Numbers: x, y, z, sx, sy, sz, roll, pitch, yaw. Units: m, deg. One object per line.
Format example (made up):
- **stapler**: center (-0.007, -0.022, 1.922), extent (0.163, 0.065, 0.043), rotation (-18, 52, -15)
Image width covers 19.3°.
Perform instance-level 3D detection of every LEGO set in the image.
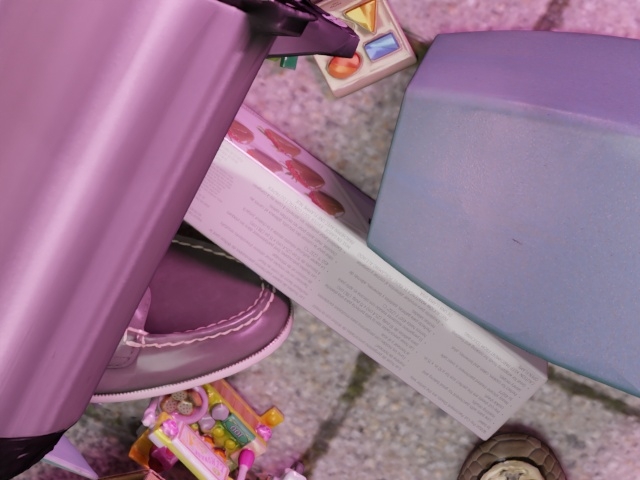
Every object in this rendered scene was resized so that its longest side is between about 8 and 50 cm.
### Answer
- **LEGO set**: center (-0.138, 0.117, 1.218), extent (0.287, 0.107, 0.132), rotation (27, 116, -7)

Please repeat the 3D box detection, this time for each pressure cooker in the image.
- **pressure cooker**: center (-0.202, -0.130, 0.945), extent (0.375, 0.370, 0.420), rotation (32, 101, 29)

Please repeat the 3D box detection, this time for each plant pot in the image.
- **plant pot**: center (0.157, -0.028, 1.090), extent (0.234, 0.165, 0.165), rotation (18, 117, 7)

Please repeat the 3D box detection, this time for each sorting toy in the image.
- **sorting toy**: center (0.009, -0.116, 1.140), extent (0.083, 0.012, 0.062), rotation (-24, 111, 17)

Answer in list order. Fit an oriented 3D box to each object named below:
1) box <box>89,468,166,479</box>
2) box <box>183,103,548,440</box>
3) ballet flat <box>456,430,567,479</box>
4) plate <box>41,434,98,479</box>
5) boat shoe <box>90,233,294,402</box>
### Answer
- **box**: center (-0.091, 0.227, 1.258), extent (0.201, 0.021, 0.164), rotation (43, 145, -22)
- **box**: center (0.000, 0.000, 1.169), extent (0.324, 0.063, 0.067), rotation (36, 115, -11)
- **ballet flat**: center (0.129, 0.244, 1.276), extent (0.084, 0.058, 0.249), rotation (3, 116, 4)
- **plate**: center (-0.217, 0.100, 1.124), extent (0.188, 0.188, 0.024), rotation (23, 80, -5)
- **boat shoe**: center (-0.187, 0.029, 1.171), extent (0.335, 0.112, 0.095), rotation (1, 139, 9)
